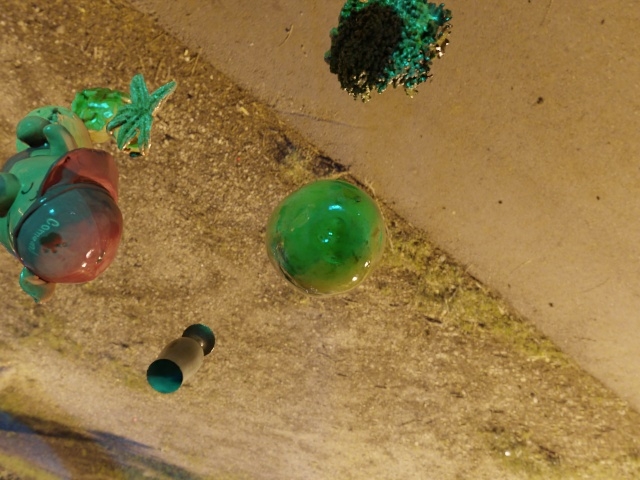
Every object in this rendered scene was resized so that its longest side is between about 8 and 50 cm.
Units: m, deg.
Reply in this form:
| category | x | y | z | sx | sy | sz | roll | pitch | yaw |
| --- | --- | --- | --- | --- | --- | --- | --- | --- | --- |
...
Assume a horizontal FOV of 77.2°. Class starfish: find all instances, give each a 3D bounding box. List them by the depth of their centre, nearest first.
| category | x | y | z | sx | sy | sz | roll | pitch | yaw |
| --- | --- | --- | --- | --- | --- | --- | --- | --- | --- |
| starfish | -0.478 | -0.346 | 1.072 | 0.238 | 0.071 | 0.216 | -31 | 83 | 6 |

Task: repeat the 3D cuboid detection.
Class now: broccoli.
| category | x | y | z | sx | sy | sz | roll | pitch | yaw |
| --- | --- | --- | --- | --- | --- | --- | --- | --- | --- |
| broccoli | 0.185 | -0.549 | 1.105 | 0.334 | 0.272 | 0.324 | 13 | 115 | 20 |

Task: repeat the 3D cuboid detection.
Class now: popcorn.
| category | x | y | z | sx | sy | sz | roll | pitch | yaw |
| --- | --- | --- | --- | --- | --- | --- | --- | --- | --- |
| popcorn | -0.884 | -0.509 | 1.671 | 0.292 | 0.293 | 0.237 | 14 | 122 | 3 |

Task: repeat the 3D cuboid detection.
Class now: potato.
| category | x | y | z | sx | sy | sz | roll | pitch | yaw |
| --- | --- | --- | --- | --- | --- | --- | --- | --- | --- |
| potato | -0.002 | -0.002 | 0.752 | 0.215 | 0.216 | 0.304 | 40 | 159 | -22 |

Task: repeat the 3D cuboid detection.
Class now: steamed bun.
| category | x | y | z | sx | sy | sz | roll | pitch | yaw |
| --- | --- | --- | --- | --- | --- | --- | --- | --- | --- |
| steamed bun | -0.782 | -0.274 | 1.212 | 0.272 | 0.166 | 0.232 | -15 | 85 | 32 |

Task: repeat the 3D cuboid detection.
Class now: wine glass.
| category | x | y | z | sx | sy | sz | roll | pitch | yaw |
| --- | --- | --- | --- | --- | --- | --- | --- | --- | --- |
| wine glass | -0.311 | 0.263 | 0.909 | 0.092 | 0.202 | 0.093 | 0 | 96 | 2 |

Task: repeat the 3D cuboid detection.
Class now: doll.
| category | x | y | z | sx | sy | sz | roll | pitch | yaw |
| --- | --- | --- | --- | --- | --- | --- | --- | --- | --- |
| doll | -0.364 | -0.053 | 0.538 | 0.255 | 0.152 | 0.196 | 36 | 118 | 33 |

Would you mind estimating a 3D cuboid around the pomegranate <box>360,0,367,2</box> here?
| category | x | y | z | sx | sy | sz | roll | pitch | yaw |
| --- | --- | --- | --- | --- | --- | --- | --- | --- | --- |
| pomegranate | 0.086 | -0.657 | 0.811 | 0.221 | 0.204 | 0.277 | -19 | 149 | -12 |
